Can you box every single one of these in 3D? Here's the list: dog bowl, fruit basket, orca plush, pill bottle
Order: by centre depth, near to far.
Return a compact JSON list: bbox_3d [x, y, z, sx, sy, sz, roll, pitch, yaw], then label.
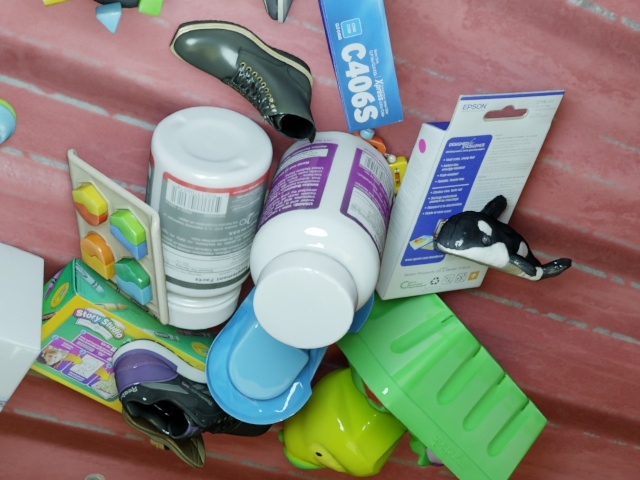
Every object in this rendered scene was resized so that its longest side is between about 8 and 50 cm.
[{"bbox_3d":[0.000,0.000,1.790,0.169,0.301,0.169,5,125,7],"label":"pill bottle"},{"bbox_3d":[-0.162,-0.026,1.883,0.161,0.161,0.283,2,131,-12],"label":"pill bottle"},{"bbox_3d":[0.263,-0.009,1.930,0.287,0.151,0.102,17,89,-40],"label":"orca plush"},{"bbox_3d":[-0.050,0.126,2.019,0.166,0.074,0.297,36,89,-14],"label":"dog bowl"},{"bbox_3d":[0.111,0.273,2.155,0.392,0.283,0.392,-12,124,-19],"label":"fruit basket"}]

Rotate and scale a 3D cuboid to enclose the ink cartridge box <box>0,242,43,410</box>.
[{"bbox_3d":[-0.536,0.145,1.942,0.197,0.198,0.270,21,125,-26],"label":"ink cartridge box"}]

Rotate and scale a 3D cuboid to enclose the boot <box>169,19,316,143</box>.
[{"bbox_3d":[-0.091,-0.202,1.754,0.198,0.137,0.077,14,127,-21],"label":"boot"}]

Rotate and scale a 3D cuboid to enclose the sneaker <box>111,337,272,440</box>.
[{"bbox_3d":[-0.188,0.259,2.048,0.283,0.124,0.107,26,122,-31],"label":"sneaker"}]

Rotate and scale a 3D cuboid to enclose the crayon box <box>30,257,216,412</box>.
[{"bbox_3d":[-0.310,0.158,2.074,0.278,0.081,0.165,33,119,-33],"label":"crayon box"}]

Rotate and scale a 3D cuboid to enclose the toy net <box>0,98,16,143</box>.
[{"bbox_3d":[-0.515,-0.163,1.777,0.232,0.045,0.122,26,124,-27],"label":"toy net"}]

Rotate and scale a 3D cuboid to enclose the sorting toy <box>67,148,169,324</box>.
[{"bbox_3d":[-0.278,-0.002,1.863,0.038,0.208,0.193,-31,140,-30],"label":"sorting toy"}]

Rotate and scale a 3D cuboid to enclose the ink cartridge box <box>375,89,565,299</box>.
[{"bbox_3d":[0.199,-0.074,1.942,0.175,0.069,0.371,-6,137,-28],"label":"ink cartridge box"}]

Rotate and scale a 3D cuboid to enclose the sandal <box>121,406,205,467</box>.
[{"bbox_3d":[-0.243,0.292,2.111,0.049,0.072,0.180,-25,134,33],"label":"sandal"}]

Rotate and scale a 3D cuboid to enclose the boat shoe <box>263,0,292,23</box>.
[{"bbox_3d":[-0.064,-0.343,1.661,0.065,0.075,0.206,14,151,9],"label":"boat shoe"}]

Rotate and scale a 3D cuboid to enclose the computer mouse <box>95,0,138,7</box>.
[{"bbox_3d":[-0.192,-0.368,1.630,0.272,0.072,0.188,-40,127,24],"label":"computer mouse"}]

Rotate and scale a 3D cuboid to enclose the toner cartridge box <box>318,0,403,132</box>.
[{"bbox_3d":[0.029,-0.316,1.655,0.075,0.165,0.348,-14,133,0],"label":"toner cartridge box"}]

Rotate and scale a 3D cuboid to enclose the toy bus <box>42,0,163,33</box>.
[{"bbox_3d":[-0.233,-0.331,1.545,0.191,0.104,0.202,25,114,-25],"label":"toy bus"}]

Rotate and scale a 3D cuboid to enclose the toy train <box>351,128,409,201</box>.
[{"bbox_3d":[0.063,-0.091,1.947,0.125,0.046,0.166,11,125,-18],"label":"toy train"}]
